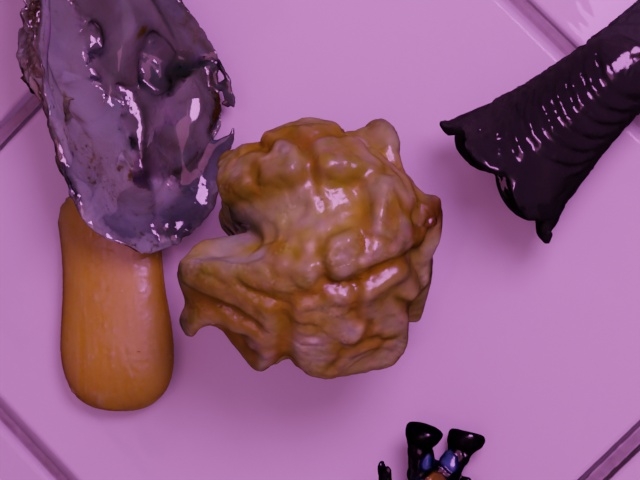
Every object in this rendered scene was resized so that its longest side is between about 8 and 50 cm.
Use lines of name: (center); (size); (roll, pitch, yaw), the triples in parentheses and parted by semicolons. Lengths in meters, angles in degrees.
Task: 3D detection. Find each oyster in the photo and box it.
oyster: (-0.161, -0.123, 1.258); (0.252, 0.087, 0.199); (37, 76, -4)

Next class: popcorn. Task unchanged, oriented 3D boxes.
popcorn: (-0.001, 0.000, 1.193); (0.167, 0.185, 0.187); (14, 99, 6)

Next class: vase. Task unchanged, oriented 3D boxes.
vase: (0.208, -0.118, 1.197); (0.237, 0.115, 0.115); (-42, 84, 3)

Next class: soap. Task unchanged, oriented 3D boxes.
soap: (-0.154, 0.045, 1.289); (0.089, 0.033, 0.168); (0, 90, 7)

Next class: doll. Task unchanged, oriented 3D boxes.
doll: (0.071, 0.230, 1.237); (0.096, 0.070, 0.195); (13, 89, -21)
